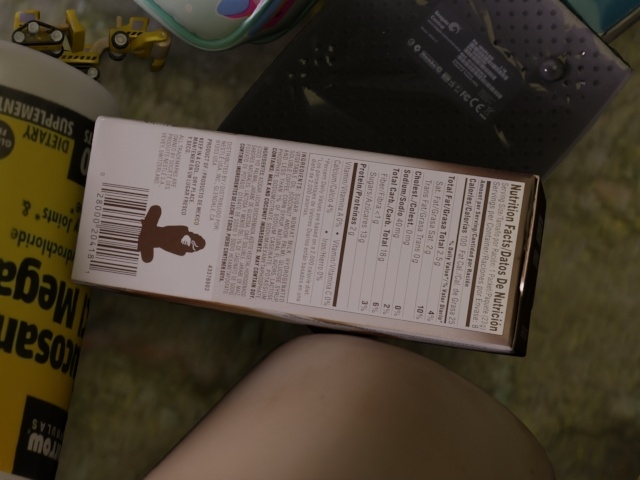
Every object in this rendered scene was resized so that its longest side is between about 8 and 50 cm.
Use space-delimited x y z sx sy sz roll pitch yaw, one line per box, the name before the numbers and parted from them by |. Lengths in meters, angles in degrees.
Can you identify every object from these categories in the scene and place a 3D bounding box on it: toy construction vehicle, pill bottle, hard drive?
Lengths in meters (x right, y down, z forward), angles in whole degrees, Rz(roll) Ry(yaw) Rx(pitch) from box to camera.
toy construction vehicle | -0.144 -0.124 1.138 0.098 0.086 0.035 -3 73 -8
pill bottle | -0.231 0.061 1.034 0.188 0.188 0.334 11 78 -6
hard drive | 0.050 -0.068 1.122 0.172 0.054 0.255 44 104 2

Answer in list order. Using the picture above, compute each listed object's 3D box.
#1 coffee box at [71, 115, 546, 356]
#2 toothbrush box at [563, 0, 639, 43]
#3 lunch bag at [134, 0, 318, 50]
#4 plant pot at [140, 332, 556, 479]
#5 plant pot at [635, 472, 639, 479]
coffee box | 0.000 0.000 1.037 0.246 0.141 0.098 8 87 9
toothbrush box | 0.151 -0.287 1.192 0.216 0.126 0.295 -39 87 -13
lunch bag | -0.086 -0.265 1.118 0.279 0.108 0.224 45 116 9
plant pot | -0.004 0.216 0.998 0.323 0.323 0.280 30 61 -2
plant pot | 0.279 0.224 1.060 0.239 0.254 0.254 27 76 13
